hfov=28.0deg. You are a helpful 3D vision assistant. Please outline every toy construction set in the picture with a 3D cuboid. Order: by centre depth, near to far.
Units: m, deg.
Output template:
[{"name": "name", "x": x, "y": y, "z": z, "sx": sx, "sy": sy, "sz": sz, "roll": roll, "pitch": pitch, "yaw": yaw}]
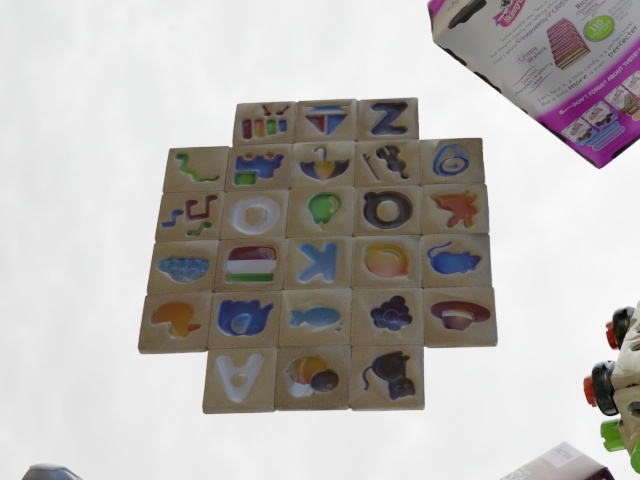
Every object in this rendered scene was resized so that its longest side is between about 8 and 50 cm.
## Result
[{"name": "toy construction set", "x": 0.336, "y": 0.165, "z": 1.158, "sx": 0.328, "sy": 0.151, "sz": 0.215, "roll": -68, "pitch": 135, "yaw": -68}]

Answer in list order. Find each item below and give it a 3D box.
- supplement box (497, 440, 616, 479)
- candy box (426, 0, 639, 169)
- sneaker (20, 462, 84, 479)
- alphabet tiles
[{"name": "supplement box", "x": 0.168, "y": 0.291, "z": 1.228, "sx": 0.073, "sy": 0.239, "sz": 0.130, "roll": 62, "pitch": -5, "yaw": -5}, {"name": "candy box", "x": 0.235, "y": -0.189, "z": 1.185, "sx": 0.159, "sy": 0.233, "sz": 0.071, "roll": -40, "pitch": -148, "yaw": 29}, {"name": "sneaker", "x": -0.201, "y": 0.272, "z": 0.949, "sx": 0.084, "sy": 0.083, "sz": 0.215, "roll": -2, "pitch": -87, "yaw": 19}, {"name": "alphabet tiles", "x": 0.000, "y": 0.000, "z": 1.081, "sx": 0.011, "sy": 0.285, "sz": 0.343, "roll": 83, "pitch": 7, "yaw": -48}]
